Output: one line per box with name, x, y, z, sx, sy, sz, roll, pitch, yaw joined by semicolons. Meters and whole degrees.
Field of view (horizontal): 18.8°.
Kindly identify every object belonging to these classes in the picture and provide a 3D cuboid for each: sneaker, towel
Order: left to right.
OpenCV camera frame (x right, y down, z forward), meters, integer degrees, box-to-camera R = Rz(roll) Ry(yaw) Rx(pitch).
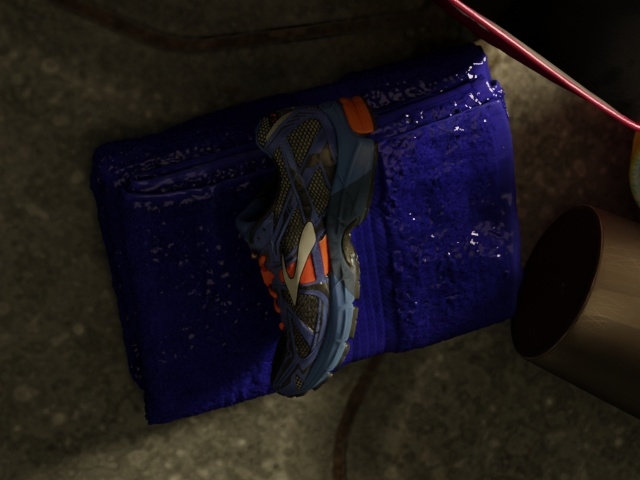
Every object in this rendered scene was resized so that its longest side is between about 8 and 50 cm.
sneaker;-0.017;0.004;1.327;0.087;0.083;0.221;4;109;-9
towel;0.000;0.000;1.406;0.308;0.076;0.228;-16;113;-14

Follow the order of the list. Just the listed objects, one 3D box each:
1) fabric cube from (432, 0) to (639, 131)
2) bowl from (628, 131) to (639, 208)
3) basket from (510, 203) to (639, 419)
fabric cube;0.142;-0.265;1.258;0.254;0.258;0.259;33;95;-28
bowl;0.377;-0.109;1.440;0.289;0.289;0.156;20;59;-25
basket;0.274;0.072;1.489;0.227;0.204;0.154;22;61;-17
